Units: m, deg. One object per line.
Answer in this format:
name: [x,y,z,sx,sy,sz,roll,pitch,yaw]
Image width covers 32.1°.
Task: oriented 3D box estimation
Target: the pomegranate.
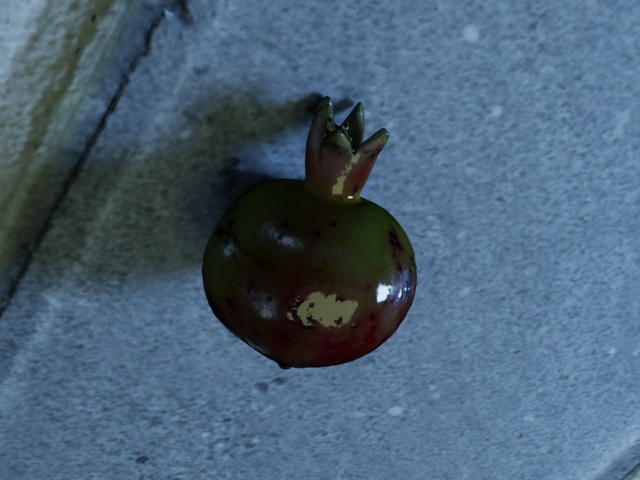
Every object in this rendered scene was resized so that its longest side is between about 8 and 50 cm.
pomegranate: [0.006,0.005,0.664,0.129,0.129,0.159,27,113,-38]
